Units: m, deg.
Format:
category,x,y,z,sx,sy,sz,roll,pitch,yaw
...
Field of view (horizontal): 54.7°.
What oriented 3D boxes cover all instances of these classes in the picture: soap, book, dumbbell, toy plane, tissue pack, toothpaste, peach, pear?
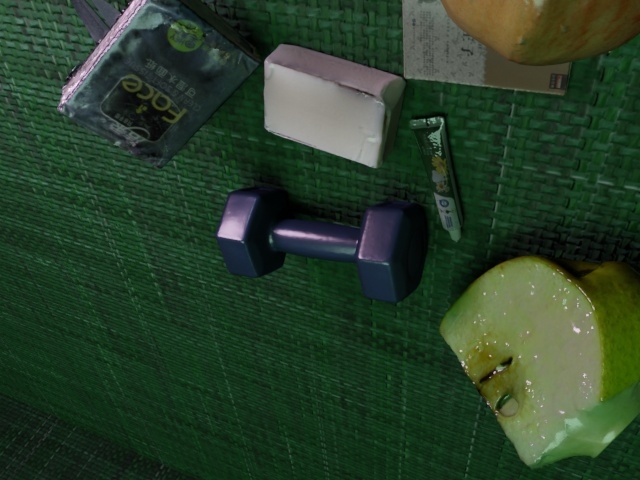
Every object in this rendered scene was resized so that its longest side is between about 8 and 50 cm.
category,x,y,z,sx,sy,sz,roll,pitch,yaw
soap,0.014,-0.182,0.840,0.183,0.064,0.121,21,139,14
book,0.189,-0.240,0.709,0.199,0.016,0.138,13,136,21
dumbbell,0.000,0.000,0.968,0.325,0.144,0.160,8,135,25
toy plane,-0.302,-0.256,0.945,0.212,0.088,0.267,21,147,-23
tissue pack,-0.222,-0.225,0.851,0.235,0.073,0.173,-39,129,25
toothpaste,0.171,-0.081,0.867,0.049,0.031,0.204,-1,128,31
peach,0.201,-0.266,0.527,0.232,0.232,0.232,17,137,17
pear,0.340,0.130,0.844,0.176,0.286,0.282,-1,132,-29
